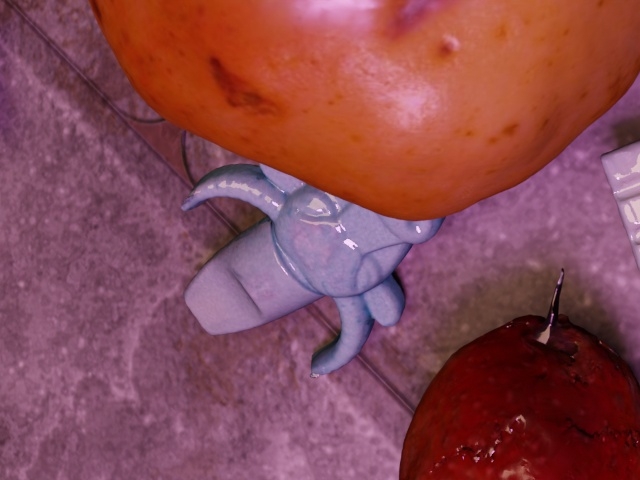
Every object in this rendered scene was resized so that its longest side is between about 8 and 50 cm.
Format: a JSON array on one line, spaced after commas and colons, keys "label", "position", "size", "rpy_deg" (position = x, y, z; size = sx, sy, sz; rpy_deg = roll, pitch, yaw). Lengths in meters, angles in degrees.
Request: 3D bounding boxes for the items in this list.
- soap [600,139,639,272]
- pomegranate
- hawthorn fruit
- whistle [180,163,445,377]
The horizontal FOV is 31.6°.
[{"label": "soap", "position": [0.293, -0.033, 0.718], "size": [0.198, 0.066, 0.119], "rpy_deg": [-21, 83, 29]}, {"label": "pomegranate", "position": [0.039, -0.213, 0.706], "size": [0.410, 0.410, 0.410], "rpy_deg": [1, 92, 30]}, {"label": "hawthorn fruit", "position": [0.145, 0.133, 0.748], "size": [0.181, 0.181, 0.235], "rpy_deg": [22, 107, 28]}, {"label": "whistle", "position": [0.000, 0.000, 0.878], "size": [0.274, 0.093, 0.186], "rpy_deg": [-31, 103, 30]}]
